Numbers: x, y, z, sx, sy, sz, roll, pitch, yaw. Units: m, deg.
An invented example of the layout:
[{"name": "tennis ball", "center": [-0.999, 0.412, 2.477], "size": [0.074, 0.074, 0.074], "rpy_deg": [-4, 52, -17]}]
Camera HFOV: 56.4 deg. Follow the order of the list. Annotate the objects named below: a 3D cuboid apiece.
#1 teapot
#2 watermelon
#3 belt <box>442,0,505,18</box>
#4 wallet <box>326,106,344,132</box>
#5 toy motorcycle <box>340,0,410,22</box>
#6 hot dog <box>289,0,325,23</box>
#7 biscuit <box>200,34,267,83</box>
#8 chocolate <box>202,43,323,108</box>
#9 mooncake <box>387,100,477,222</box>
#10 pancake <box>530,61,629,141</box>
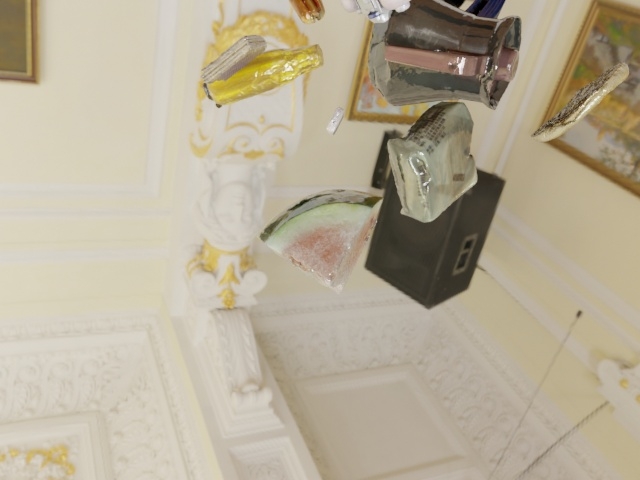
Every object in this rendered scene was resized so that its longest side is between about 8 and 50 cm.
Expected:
[{"name": "teapot", "center": [0.319, -0.483, 1.554], "size": [0.362, 0.305, 0.376], "rpy_deg": [15, -156, 24]}, {"name": "watermelon", "center": [0.000, 0.000, 1.334], "size": [0.310, 0.231, 0.193], "rpy_deg": [-9, 169, 10]}, {"name": "belt", "center": [0.446, -0.728, 1.926], "size": [0.212, 0.347, 0.117], "rpy_deg": [45, 172, 9]}, {"name": "wallet", "center": [0.052, -0.410, 2.062], "size": [0.033, 0.095, 0.190], "rpy_deg": [25, -171, -1]}, {"name": "toy motorcycle", "center": [0.125, -0.518, 1.243], "size": [0.113, 0.112, 0.254], "rpy_deg": [1, -162, -23]}, {"name": "hot dog", "center": [-0.066, -0.757, 1.802], "size": [0.235, 0.092, 0.062], "rpy_deg": [58, -179, 12]}, {"name": "biscuit", "center": [-0.294, -0.608, 2.005], "size": [0.061, 0.239, 0.108], "rpy_deg": [62, -146, -3]}, {"name": "chocolate", "center": [-0.202, -0.606, 2.166], "size": [0.446, 0.162, 0.162], "rpy_deg": [-9, -157, 21]}, {"name": "mooncake", "center": [0.282, -0.202, 1.525], "size": [0.254, 0.250, 0.136], "rpy_deg": [-39, -142, -29]}, {"name": "pancake", "center": [0.657, -0.345, 1.519], "size": [0.049, 0.282, 0.282], "rpy_deg": [47, -146, 2]}]
